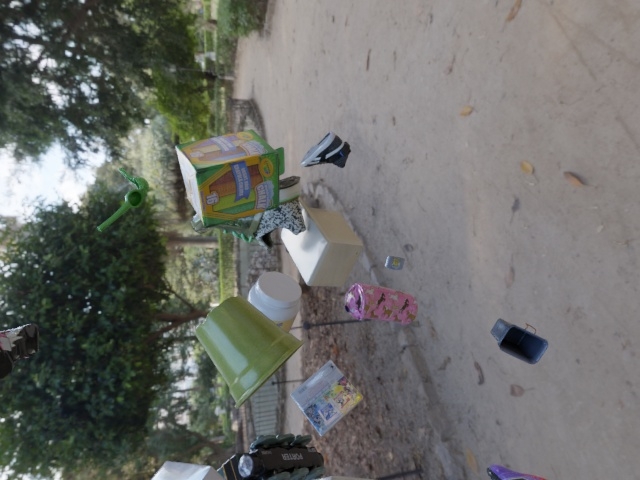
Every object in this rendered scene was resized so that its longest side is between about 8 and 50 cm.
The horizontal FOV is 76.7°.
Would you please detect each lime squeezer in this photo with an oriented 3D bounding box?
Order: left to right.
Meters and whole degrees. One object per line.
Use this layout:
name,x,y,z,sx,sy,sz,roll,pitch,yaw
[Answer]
lime squeezer,-0.577,-0.143,1.211,0.310,0.110,0.059,-104,22,-46

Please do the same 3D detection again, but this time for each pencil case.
pencil case,0.303,0.313,1.963,0.160,0.386,0.167,42,113,51

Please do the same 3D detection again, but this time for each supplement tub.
supplement tub,-0.234,0.334,1.857,0.241,0.241,0.331,-113,39,-51

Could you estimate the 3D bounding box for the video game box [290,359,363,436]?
video game box,0.023,0.585,1.512,0.187,0.205,0.048,44,162,29

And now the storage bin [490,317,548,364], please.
storage bin,0.575,0.281,1.185,0.098,0.135,0.091,-63,10,10

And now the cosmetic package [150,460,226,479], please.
cosmetic package,-0.203,0.515,0.700,0.224,0.138,0.224,50,137,-10

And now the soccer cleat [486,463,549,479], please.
soccer cleat,0.597,0.668,1.050,0.116,0.318,0.108,-59,-20,-6

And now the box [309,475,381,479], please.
box,0.038,0.620,0.922,0.181,0.182,0.119,-37,40,38

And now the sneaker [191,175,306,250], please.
sneaker,-0.210,-0.045,1.162,0.410,0.158,0.182,-13,101,35

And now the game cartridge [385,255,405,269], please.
game cartridge,0.313,0.096,1.699,0.017,0.083,0.056,-141,62,-64

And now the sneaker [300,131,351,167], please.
sneaker,0.023,-0.283,1.412,0.217,0.121,0.079,-24,37,57

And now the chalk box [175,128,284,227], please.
chalk box,-0.163,-0.136,0.833,0.132,0.213,0.132,47,147,42

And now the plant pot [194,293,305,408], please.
plant pot,-0.230,0.311,1.226,0.254,0.276,0.276,45,151,11

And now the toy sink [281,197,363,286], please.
toy sink,0.000,0.000,1.172,0.234,0.131,0.153,56,131,45

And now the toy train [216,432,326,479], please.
toy train,-0.127,0.628,1.099,0.190,0.334,0.142,-42,51,10

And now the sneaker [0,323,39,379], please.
sneaker,-0.525,0.182,0.636,0.178,0.077,0.072,155,105,-81
